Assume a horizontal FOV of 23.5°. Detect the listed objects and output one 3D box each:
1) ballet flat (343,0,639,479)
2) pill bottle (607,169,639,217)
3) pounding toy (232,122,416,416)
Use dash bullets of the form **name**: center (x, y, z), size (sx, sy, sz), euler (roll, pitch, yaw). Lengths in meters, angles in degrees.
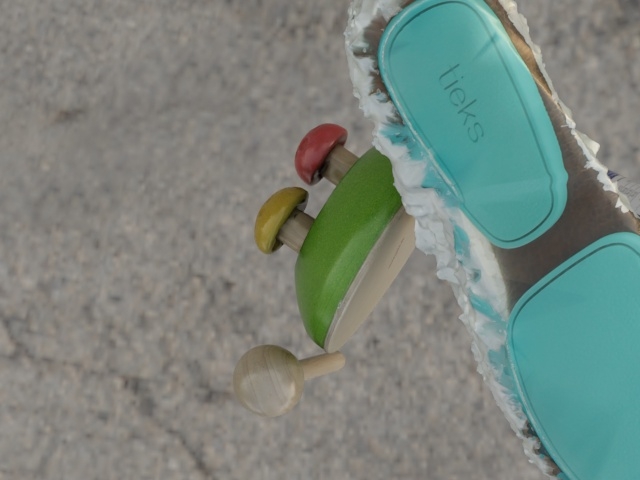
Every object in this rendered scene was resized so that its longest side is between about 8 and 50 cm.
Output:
- **ballet flat**: center (0.132, -0.011, 1.006), size (0.147, 0.147, 0.409), euler (-19, 114, 17)
- **pill bottle**: center (0.262, 0.019, 1.271), size (0.219, 0.123, 0.123), euler (28, 137, 23)
- **pounding toy**: center (0.000, 0.000, 1.144), size (0.110, 0.183, 0.237), euler (33, 109, 9)
